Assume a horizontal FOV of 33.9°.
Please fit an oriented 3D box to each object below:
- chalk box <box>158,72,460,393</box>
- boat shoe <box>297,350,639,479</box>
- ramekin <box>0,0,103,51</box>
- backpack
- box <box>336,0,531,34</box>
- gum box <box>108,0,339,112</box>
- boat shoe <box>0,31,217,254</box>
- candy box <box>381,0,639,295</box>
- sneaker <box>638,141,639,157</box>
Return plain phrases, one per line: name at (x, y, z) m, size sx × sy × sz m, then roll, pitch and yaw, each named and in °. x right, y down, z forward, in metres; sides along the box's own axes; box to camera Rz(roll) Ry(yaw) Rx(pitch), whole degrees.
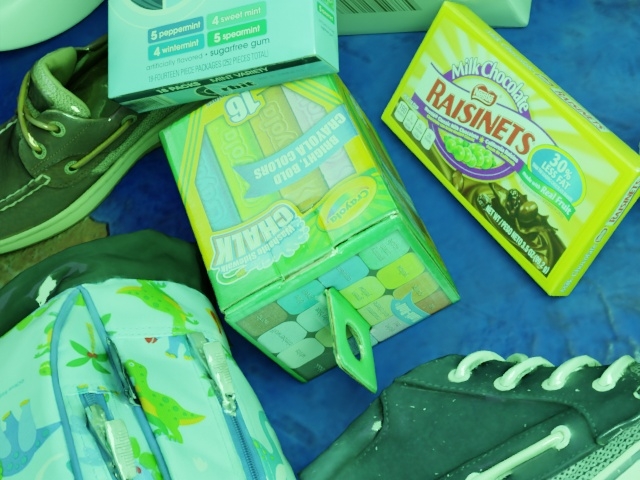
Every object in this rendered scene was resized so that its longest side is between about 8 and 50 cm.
chalk box at (0.000, 0.000, 0.712) m, size 0.132 × 0.132 × 0.213 m, roll -30°, pitch 56°, yaw 8°
boat shoe at (0.139, 0.100, 0.590) m, size 0.340 × 0.127 × 0.158 m, roll -39°, pitch 60°, yaw 4°
ramekin at (-0.294, -0.301, 0.934) m, size 0.277 × 0.277 × 0.135 m, roll -38°, pitch 61°, yaw 1°
backpack at (-0.135, 0.200, 0.608) m, size 0.290 × 0.273 × 0.355 m, roll -40°, pitch 67°, yaw 16°
box at (0.051, -0.349, 0.802) m, size 0.215 × 0.168 × 0.345 m, roll 2°, pitch 81°, yaw 26°
gum box at (-0.069, -0.191, 0.713) m, size 0.157 × 0.041 × 0.184 m, roll -8°, pitch 78°, yaw 24°
boat shoe at (-0.201, -0.111, 0.870) m, size 0.342 × 0.123 × 0.123 m, roll -29°, pitch 55°, yaw 8°
candy box at (0.126, -0.068, 0.723) m, size 0.206 × 0.027 × 0.105 m, roll 51°, pitch 123°, yaw 36°
sneaker at (0.295, -0.019, 0.614) m, size 0.237 × 0.086 × 0.085 m, roll 26°, pitch 75°, yaw 32°
